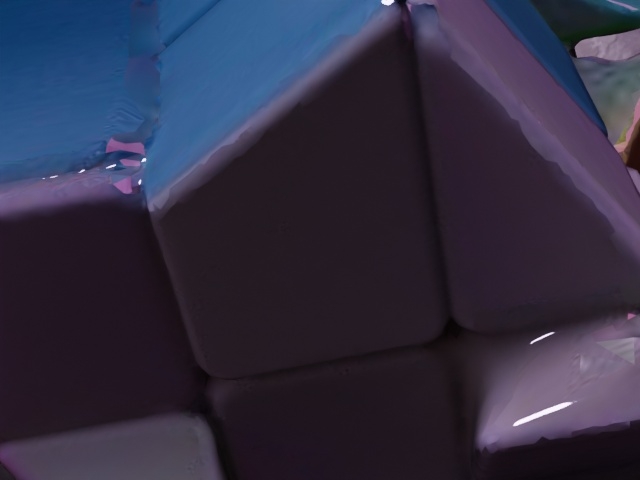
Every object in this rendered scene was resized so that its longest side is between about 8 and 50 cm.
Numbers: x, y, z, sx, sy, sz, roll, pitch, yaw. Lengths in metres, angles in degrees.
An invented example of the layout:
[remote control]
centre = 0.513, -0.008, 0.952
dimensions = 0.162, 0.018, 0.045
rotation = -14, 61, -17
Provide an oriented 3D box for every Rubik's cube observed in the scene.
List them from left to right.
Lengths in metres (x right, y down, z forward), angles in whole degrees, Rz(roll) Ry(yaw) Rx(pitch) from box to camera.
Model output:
[Rubik's cube]
centre = 0.000, 0.000, 0.538
dimensions = 0.387, 0.358, 0.368
rotation = -95, 173, -51
